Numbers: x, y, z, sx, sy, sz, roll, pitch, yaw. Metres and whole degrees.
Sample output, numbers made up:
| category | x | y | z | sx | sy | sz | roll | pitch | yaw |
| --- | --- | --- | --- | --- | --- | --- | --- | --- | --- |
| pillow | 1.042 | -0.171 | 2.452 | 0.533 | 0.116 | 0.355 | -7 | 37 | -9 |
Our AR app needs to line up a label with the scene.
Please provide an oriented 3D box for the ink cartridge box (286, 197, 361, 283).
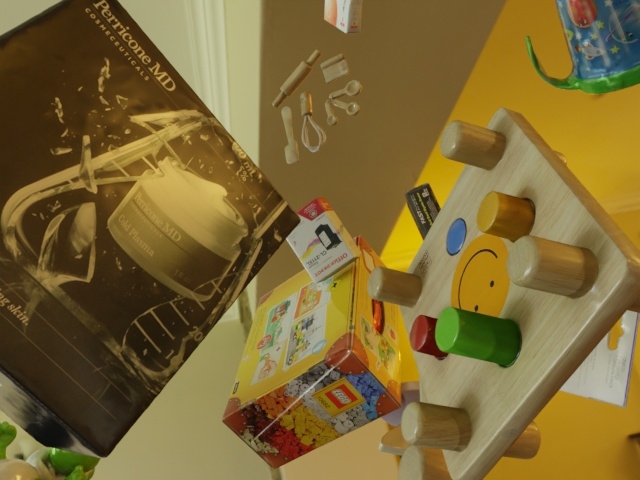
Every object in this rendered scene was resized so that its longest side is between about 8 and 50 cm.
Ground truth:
| category | x | y | z | sx | sy | sz | roll | pitch | yaw |
| --- | --- | --- | --- | --- | --- | --- | --- | --- | --- |
| ink cartridge box | 0.000 | 0.000 | 1.485 | 0.127 | 0.175 | 0.072 | -36 | -8 | 16 |

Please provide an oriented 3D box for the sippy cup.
| category | x | y | z | sx | sy | sz | roll | pitch | yaw |
| --- | --- | --- | --- | --- | --- | --- | --- | --- | --- |
| sippy cup | 0.558 | -0.437 | 1.131 | 0.305 | 0.224 | 0.240 | -39 | 23 | -8 |

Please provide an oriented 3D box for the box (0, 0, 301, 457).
| category | x | y | z | sx | sy | sz | roll | pitch | yaw |
| --- | --- | --- | --- | --- | --- | --- | --- | --- | --- |
| box | -0.371 | -0.025 | 0.894 | 0.480 | 0.472 | 0.297 | 50 | -38 | -17 |

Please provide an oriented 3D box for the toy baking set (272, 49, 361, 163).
| category | x | y | z | sx | sy | sz | roll | pitch | yaw |
| --- | --- | --- | --- | --- | --- | --- | --- | --- | --- |
| toy baking set | -0.020 | -0.304 | 1.334 | 0.256 | 0.197 | 0.030 | -44 | -28 | 11 |

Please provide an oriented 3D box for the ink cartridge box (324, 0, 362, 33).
| category | x | y | z | sx | sy | sz | roll | pitch | yaw |
| --- | --- | --- | --- | --- | --- | --- | --- | --- | --- |
| ink cartridge box | 0.054 | -0.597 | 1.415 | 0.045 | 0.145 | 0.179 | -13 | -54 | -17 |

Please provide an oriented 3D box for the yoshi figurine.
| category | x | y | z | sx | sy | sz | roll | pitch | yaw |
| --- | --- | --- | --- | --- | --- | --- | --- | --- | --- |
| yoshi figurine | -0.578 | 0.455 | 1.203 | 0.202 | 0.204 | 0.362 | -16 | -10 | 18 |

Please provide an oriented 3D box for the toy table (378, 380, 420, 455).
| category | x | y | z | sx | sy | sz | roll | pitch | yaw |
| --- | --- | --- | --- | --- | --- | --- | --- | --- | --- |
| toy table | 0.271 | 0.462 | 1.459 | 0.274 | 0.161 | 0.252 | 2 | -53 | 3 |

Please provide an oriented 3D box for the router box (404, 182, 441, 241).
| category | x | y | z | sx | sy | sz | roll | pitch | yaw |
| --- | --- | --- | --- | --- | --- | --- | --- | --- | --- |
| router box | 0.163 | -0.013 | 0.855 | 0.038 | 0.123 | 0.092 | -24 | -12 | 7 |

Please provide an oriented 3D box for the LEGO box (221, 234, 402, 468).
| category | x | y | z | sx | sy | sz | roll | pitch | yaw |
| --- | --- | --- | --- | --- | --- | --- | --- | --- | --- |
| LEGO box | -0.002 | 0.258 | 1.514 | 0.372 | 0.500 | 0.193 | -33 | -69 | 22 |

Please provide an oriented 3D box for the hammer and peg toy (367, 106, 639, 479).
| category | x | y | z | sx | sy | sz | roll | pitch | yaw |
| --- | --- | --- | --- | --- | --- | --- | --- | --- | --- |
| hammer and peg toy | 0.131 | 0.079 | 0.578 | 0.127 | 0.266 | 0.361 | 13 | -55 | -16 |

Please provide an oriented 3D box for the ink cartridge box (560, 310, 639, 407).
| category | x | y | z | sx | sy | sz | roll | pitch | yaw |
| --- | --- | --- | --- | --- | --- | --- | --- | --- | --- |
| ink cartridge box | 0.357 | 0.118 | 0.885 | 0.208 | 0.207 | 0.045 | 9 | 0 | 38 |
